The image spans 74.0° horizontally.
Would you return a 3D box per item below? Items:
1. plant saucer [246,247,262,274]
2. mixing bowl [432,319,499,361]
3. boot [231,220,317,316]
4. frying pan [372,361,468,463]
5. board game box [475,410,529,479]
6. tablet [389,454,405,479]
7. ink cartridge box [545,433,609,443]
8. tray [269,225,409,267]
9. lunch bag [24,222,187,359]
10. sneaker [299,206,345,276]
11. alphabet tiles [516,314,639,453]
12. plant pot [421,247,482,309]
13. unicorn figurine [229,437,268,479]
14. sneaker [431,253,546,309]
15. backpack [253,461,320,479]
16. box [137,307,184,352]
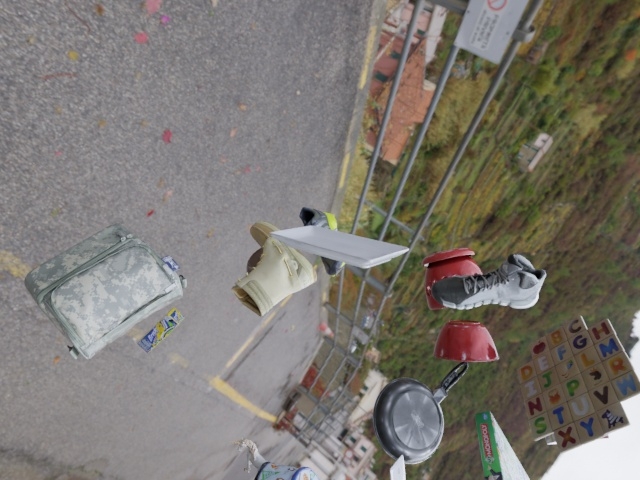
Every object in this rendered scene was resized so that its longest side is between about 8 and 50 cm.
[{"bbox_3d":[-0.190,0.060,1.479,0.168,0.168,0.029,-45,123,-28],"label":"plant saucer"},{"bbox_3d":[0.412,0.282,1.217,0.181,0.181,0.098,12,76,-70],"label":"mixing bowl"},{"bbox_3d":[-0.165,0.070,1.166,0.203,0.262,0.095,-33,152,-26],"label":"boot"},{"bbox_3d":[0.282,0.433,1.065,0.326,0.197,0.053,-6,162,-22],"label":"frying pan"},{"bbox_3d":[0.500,0.640,1.115,0.046,0.317,0.213,-24,-157,24],"label":"board game box"},{"bbox_3d":[0.154,0.468,0.845,0.083,0.006,0.054,12,72,-63],"label":"tablet"},{"bbox_3d":[0.761,0.547,1.298,0.176,0.128,0.127,67,17,-60],"label":"ink cartridge box"},{"bbox_3d":[0.033,0.012,0.888,0.145,0.270,0.030,-13,111,-48],"label":"tray"},{"bbox_3d":[-0.534,0.132,1.090,0.305,0.256,0.213,-37,146,-31],"label":"lunch bag"},{"bbox_3d":[0.000,0.000,1.355,0.121,0.300,0.111,22,116,-32],"label":"sneaker"},{"bbox_3d":[0.634,0.349,1.074,0.285,0.011,0.342,-48,-169,32],"label":"alphabet tiles"},{"bbox_3d":[0.423,0.121,1.356,0.191,0.174,0.191,-10,168,-2],"label":"plant pot"},{"bbox_3d":[-0.198,0.659,1.269,0.060,0.162,0.111,-36,148,-59],"label":"unicorn figurine"},{"bbox_3d":[0.353,0.075,0.885,0.132,0.228,0.086,91,-2,-46],"label":"sneaker"},{"bbox_3d":[-0.079,0.671,0.995,0.276,0.213,0.263,71,19,-50],"label":"backpack"},{"bbox_3d":[-0.551,0.310,1.469,0.169,0.054,0.059,-41,-172,14],"label":"box"}]
